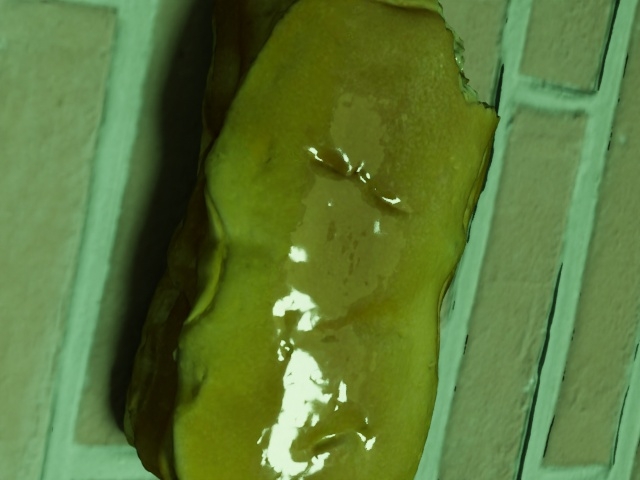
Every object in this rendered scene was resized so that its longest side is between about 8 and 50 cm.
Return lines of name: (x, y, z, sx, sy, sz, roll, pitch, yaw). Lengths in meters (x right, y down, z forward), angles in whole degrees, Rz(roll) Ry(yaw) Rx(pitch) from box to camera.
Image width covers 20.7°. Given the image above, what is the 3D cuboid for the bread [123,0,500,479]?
bread: (0.001, 0.001, 1.055, 0.195, 0.149, 0.344, 9, 95, -40)
